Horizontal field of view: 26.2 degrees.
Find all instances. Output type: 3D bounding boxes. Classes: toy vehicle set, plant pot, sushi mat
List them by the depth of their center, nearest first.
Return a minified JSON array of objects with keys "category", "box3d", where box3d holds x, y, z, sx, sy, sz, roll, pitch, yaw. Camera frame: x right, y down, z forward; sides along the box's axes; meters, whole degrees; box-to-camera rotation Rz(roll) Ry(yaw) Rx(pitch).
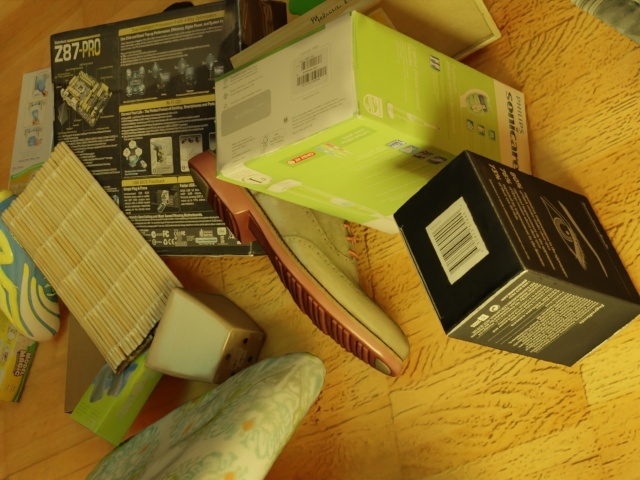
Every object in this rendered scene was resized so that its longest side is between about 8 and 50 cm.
[{"category":"toy vehicle set","box3d":[0.054,-0.214,1.522,0.267,0.166,0.035,-29,57,10]},{"category":"plant pot","box3d":[-0.135,0.130,1.720,0.096,0.109,0.109,23,94,33]},{"category":"sushi mat","box3d":[-0.305,0.019,1.817,0.151,0.019,0.316,-50,59,13]}]

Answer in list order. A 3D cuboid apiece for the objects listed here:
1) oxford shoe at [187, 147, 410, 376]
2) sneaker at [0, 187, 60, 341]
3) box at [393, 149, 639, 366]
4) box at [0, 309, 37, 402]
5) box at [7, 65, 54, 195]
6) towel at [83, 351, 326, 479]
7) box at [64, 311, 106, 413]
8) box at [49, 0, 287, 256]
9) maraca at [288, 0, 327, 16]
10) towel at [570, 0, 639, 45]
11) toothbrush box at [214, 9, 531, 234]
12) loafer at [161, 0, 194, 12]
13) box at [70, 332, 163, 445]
[{"category":"oxford shoe","box3d":[0.000,0.000,1.569,0.130,0.123,0.348,-38,78,-12]},{"category":"sneaker","box3d":[-0.408,0.038,1.967,0.126,0.091,0.240,-5,115,37]},{"category":"box","box3d":[0.195,0.022,1.339,0.108,0.207,0.153,-43,50,28]},{"category":"box","box3d":[-0.473,0.145,2.093,0.105,0.043,0.179,20,94,47]},{"category":"box","box3d":[-0.379,-0.143,2.035,0.103,0.114,0.203,-5,75,44]},{"category":"towel","box3d":[-0.186,0.290,1.586,0.374,0.090,0.320,-32,15,38]},{"category":"box","box3d":[-0.301,0.135,1.937,0.164,0.021,0.201,-16,67,41]},{"category":"box","box3d":[-0.204,-0.136,1.811,0.395,0.097,0.318,-2,93,44]},{"category":"maraca","box3d":[-0.010,-0.360,1.750,0.127,0.099,0.185,9,110,48]},{"category":"towel","box3d":[0.384,-0.344,1.374,0.312,0.056,0.324,40,107,44]},{"category":"toothbrush box","box3d":[0.058,-0.113,1.464,0.206,0.283,0.122,-20,63,41]},{"category":"loafer","box3d":[-0.235,-0.244,1.963,0.223,0.076,0.078,-55,6,30]},{"category":"box","box3d":[-0.248,0.175,1.800,0.178,0.042,0.109,-58,25,-12]}]
